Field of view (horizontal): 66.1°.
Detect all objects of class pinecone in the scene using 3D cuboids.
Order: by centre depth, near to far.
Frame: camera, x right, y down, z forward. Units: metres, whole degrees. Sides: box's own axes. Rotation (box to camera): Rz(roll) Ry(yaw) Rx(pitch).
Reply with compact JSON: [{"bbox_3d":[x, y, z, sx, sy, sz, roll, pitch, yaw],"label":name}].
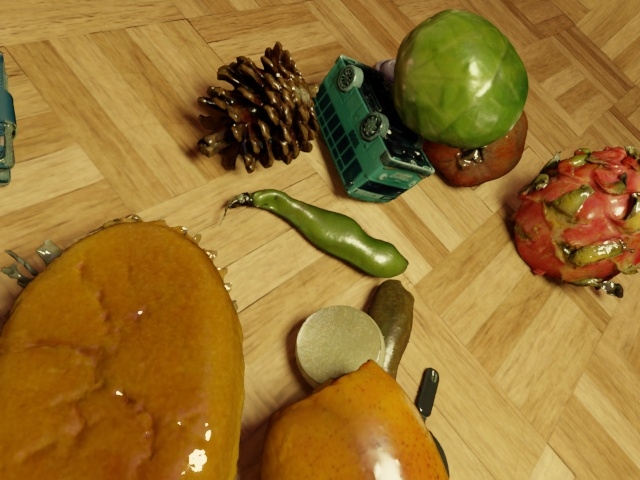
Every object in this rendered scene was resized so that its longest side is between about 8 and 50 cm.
[{"bbox_3d":[-0.101,-0.200,0.776,0.212,0.169,0.185,-33,85,-42],"label":"pinecone"}]

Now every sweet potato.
[{"bbox_3d":[0.094,0.153,0.718,0.077,0.077,0.243,29,47,-11],"label":"sweet potato"}]

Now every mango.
[{"bbox_3d":[0.047,0.316,0.524,0.201,0.199,0.349,-14,79,-5],"label":"mango"}]

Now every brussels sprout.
[{"bbox_3d":[0.226,-0.263,0.811,0.244,0.244,0.244,15,54,-21],"label":"brussels sprout"}]

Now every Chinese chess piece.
[{"bbox_3d":[0.027,0.148,0.666,0.122,0.051,0.122,-4,60,7],"label":"Chinese chess piece"}]

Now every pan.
[{"bbox_3d":[0.136,0.274,0.692,0.136,0.028,0.235,35,49,-6],"label":"pan"}]

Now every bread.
[{"bbox_3d":[-0.195,0.152,0.482,0.236,0.183,0.388,5,58,-24],"label":"bread"}]

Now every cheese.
[{"bbox_3d":[0.164,-0.358,1.118,0.105,0.042,0.190,32,50,-6],"label":"cheese"}]

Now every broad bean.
[{"bbox_3d":[0.001,-0.010,0.789,0.318,0.056,0.098,17,59,-13],"label":"broad bean"}]

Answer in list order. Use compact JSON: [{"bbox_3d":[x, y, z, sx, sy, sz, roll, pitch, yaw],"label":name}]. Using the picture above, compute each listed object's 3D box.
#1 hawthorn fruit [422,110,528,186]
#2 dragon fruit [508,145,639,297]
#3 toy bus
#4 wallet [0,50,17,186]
[{"bbox_3d":[0.319,-0.240,1.035,0.211,0.210,0.262,27,39,-12],"label":"hawthorn fruit"},{"bbox_3d":[0.543,-0.047,0.968,0.250,0.291,0.269,10,57,-31],"label":"dragon fruit"},{"bbox_3d":[0.085,-0.194,0.892,0.128,0.147,0.255,6,53,-39],"label":"toy bus"},{"bbox_3d":[-0.462,-0.155,0.615,0.141,0.059,0.202,-7,62,-26],"label":"wallet"}]
